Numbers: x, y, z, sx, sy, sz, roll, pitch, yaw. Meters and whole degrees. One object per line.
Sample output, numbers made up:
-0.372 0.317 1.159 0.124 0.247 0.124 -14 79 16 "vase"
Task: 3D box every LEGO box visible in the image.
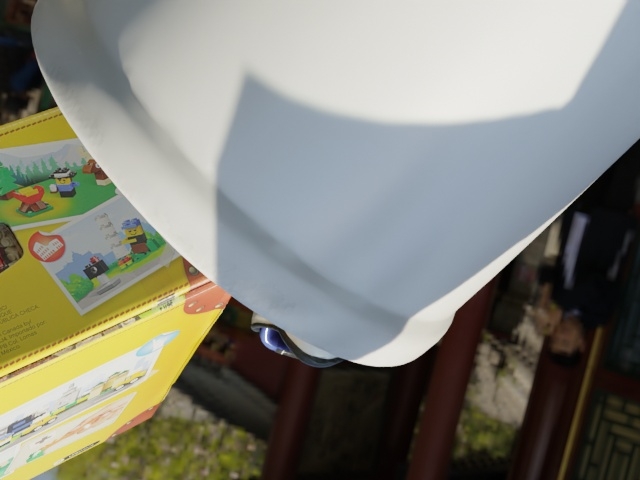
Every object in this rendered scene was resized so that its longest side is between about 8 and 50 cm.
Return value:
-0.351 0.112 0.989 0.500 0.193 0.372 -25 164 -31 "LEGO box"

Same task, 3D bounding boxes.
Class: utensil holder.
0.079 -0.168 0.711 0.327 0.385 0.328 40 -160 -18 "utensil holder"

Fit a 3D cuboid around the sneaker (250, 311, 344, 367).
0.000 0.001 1.066 0.127 0.182 0.315 16 -147 -8 "sneaker"
